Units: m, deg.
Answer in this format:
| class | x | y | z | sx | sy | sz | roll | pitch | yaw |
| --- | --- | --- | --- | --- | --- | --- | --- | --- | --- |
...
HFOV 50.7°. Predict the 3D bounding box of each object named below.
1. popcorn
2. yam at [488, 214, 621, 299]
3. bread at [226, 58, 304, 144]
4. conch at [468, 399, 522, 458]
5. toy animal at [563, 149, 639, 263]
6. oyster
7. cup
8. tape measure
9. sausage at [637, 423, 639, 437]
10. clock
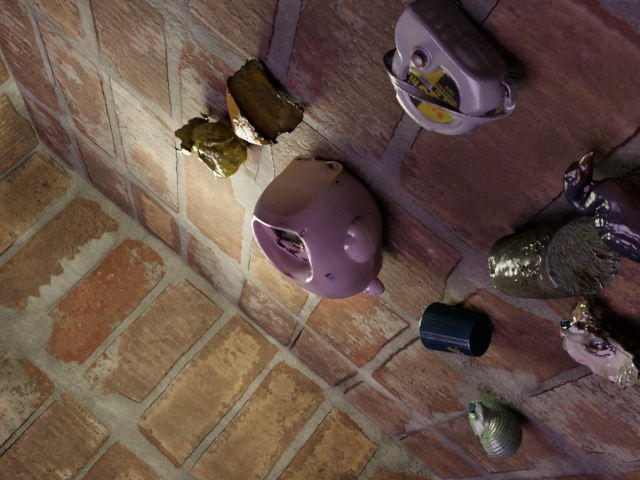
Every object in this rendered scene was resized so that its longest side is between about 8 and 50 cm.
| class | x | y | z | sx | sy | sz | roll | pitch | yaw |
| --- | --- | --- | --- | --- | --- | --- | --- | --- | --- |
| popcorn | -0.304 | -0.271 | 1.926 | 0.195 | 0.173 | 0.168 | 17 | 170 | 29 |
| yam | 0.428 | 0.040 | 1.286 | 0.154 | 0.154 | 0.254 | 47 | 158 | -12 |
| bread | -0.133 | -0.313 | 1.578 | 0.160 | 0.140 | 0.169 | 37 | 157 | 27 |
| conch | 0.545 | 0.568 | 2.080 | 0.172 | 0.131 | 0.200 | -121 | 17 | -79 |
| toy animal | 0.521 | -0.036 | 1.047 | 0.298 | 0.122 | 0.185 | 35 | 147 | -3 |
| oyster | 0.605 | 0.229 | 1.438 | 0.214 | 0.083 | 0.223 | 39 | 163 | 14 |
| cup | 0.375 | 0.246 | 1.803 | 0.176 | 0.131 | 0.155 | 22 | 171 | -42 |
| tape measure | 0.206 | -0.272 | 1.122 | 0.236 | 0.120 | 0.197 | 47 | 151 | 0 |
| sausage | 0.786 | 0.400 | 1.443 | 0.093 | 0.093 | 0.312 | 40 | 158 | 4 |
| clock | 0.000 | 0.000 | 1.770 | 0.368 | 0.250 | 0.377 | 19 | 148 | 43 |
